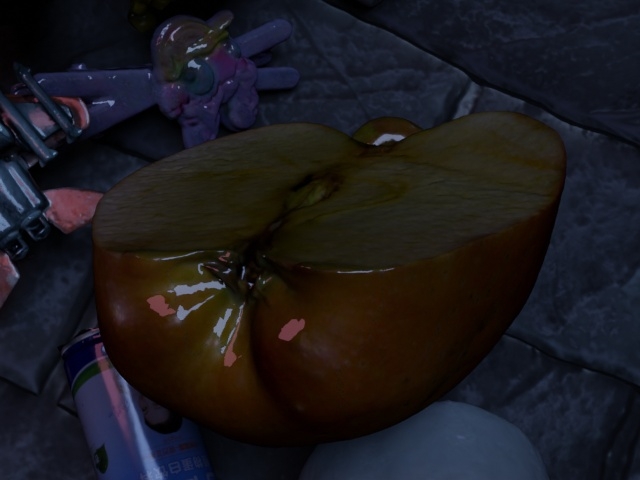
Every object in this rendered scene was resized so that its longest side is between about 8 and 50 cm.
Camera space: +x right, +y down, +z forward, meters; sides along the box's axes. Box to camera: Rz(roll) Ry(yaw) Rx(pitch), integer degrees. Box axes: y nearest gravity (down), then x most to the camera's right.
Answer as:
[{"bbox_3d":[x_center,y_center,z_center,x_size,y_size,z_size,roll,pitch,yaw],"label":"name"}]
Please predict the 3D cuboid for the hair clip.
[{"bbox_3d":[-0.149,-0.138,1.001,0.278,0.090,0.137,-13,107,-10],"label":"hair clip"}]

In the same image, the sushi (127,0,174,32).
[{"bbox_3d":[-0.108,-0.309,1.004,0.167,0.179,0.296,-5,39,0],"label":"sushi"}]

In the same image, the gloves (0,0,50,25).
[{"bbox_3d":[-0.300,-0.248,0.891,0.197,0.301,0.152,9,102,3],"label":"gloves"}]

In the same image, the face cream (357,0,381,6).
[{"bbox_3d":[0.042,-0.293,1.083,0.091,0.091,0.095,-42,88,-20],"label":"face cream"}]

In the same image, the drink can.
[{"bbox_3d":[-0.138,0.184,0.878,0.097,0.097,0.235,-16,74,-14],"label":"drink can"}]

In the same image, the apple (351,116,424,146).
[{"bbox_3d":[0.066,-0.073,1.013,0.090,0.074,0.089,2,72,-6],"label":"apple"}]

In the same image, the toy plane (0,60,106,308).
[{"bbox_3d":[-0.336,-0.100,0.913,0.223,0.104,0.326,-42,93,2],"label":"toy plane"}]

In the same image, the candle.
[{"bbox_3d":[0.087,0.252,0.790,0.221,0.221,0.342,8,31,-5],"label":"candle"}]

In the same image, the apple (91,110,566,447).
[{"bbox_3d":[0.000,0.000,0.813,0.295,0.329,0.365,45,29,-2],"label":"apple"}]
